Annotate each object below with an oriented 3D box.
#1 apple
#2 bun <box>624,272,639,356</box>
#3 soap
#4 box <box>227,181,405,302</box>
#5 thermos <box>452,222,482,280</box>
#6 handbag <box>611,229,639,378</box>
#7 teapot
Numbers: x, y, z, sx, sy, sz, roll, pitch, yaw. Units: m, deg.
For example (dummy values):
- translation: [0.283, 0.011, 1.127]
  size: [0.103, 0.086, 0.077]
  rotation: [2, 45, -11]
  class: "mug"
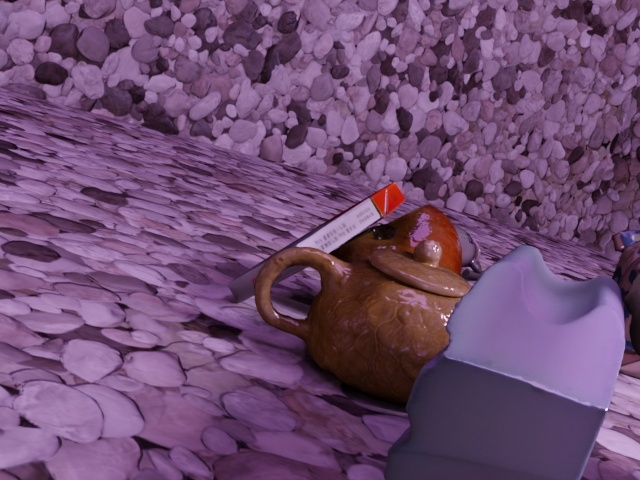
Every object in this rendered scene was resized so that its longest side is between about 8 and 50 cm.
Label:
- translation: [0.103, 0.037, 1.171]
  size: [0.160, 0.195, 0.173]
  rotation: [55, -17, 20]
  class: "apple"
- translation: [0.390, 0.123, 0.756]
  size: [0.213, 0.360, 0.361]
  rotation: [-3, -5, 37]
  class: "bun"
- translation: [0.151, 0.123, 0.677]
  size: [0.115, 0.208, 0.347]
  rotation: [21, 10, 16]
  class: "soap"
- translation: [0.000, 0.000, 1.125]
  size: [0.245, 0.139, 0.035]
  rotation: [-32, 92, -51]
  class: "box"
- translation: [0.283, 0.029, 1.830]
  size: [0.137, 0.105, 0.193]
  rotation: [54, 20, 27]
  class: "thermos"
- translation: [0.573, 0.112, 1.442]
  size: [0.193, 0.251, 0.190]
  rotation: [8, 18, -6]
  class: "handbag"
- translation: [0.083, 0.073, 0.954]
  size: [0.311, 0.166, 0.203]
  rotation: [17, 10, -3]
  class: "teapot"
